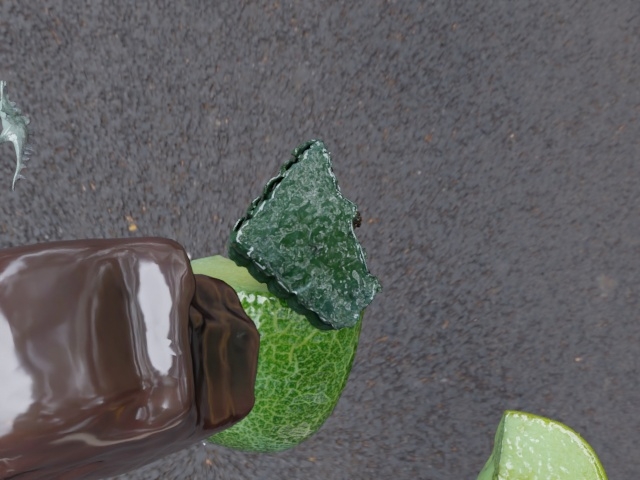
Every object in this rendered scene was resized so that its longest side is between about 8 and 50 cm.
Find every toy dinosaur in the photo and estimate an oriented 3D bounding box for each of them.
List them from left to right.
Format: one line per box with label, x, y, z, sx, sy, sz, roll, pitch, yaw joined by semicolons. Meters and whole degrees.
toy dinosaur;-0.525;-0.181;1.444;0.039;0.082;0.208;-21;69;22

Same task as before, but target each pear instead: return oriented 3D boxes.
pear;0.378;0.524;1.514;0.239;0.318;0.342;13;55;8

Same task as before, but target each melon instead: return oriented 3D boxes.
melon;-0.108;0.195;1.295;0.331;0.226;0.343;-1;110;-5

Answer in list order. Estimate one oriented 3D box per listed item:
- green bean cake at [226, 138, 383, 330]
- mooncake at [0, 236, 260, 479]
green bean cake;0.000;0.000;1.118;0.208;0.107;0.193;40;69;-2
mooncake;-0.196;0.113;0.710;0.334;0.326;0.174;-4;73;-27
